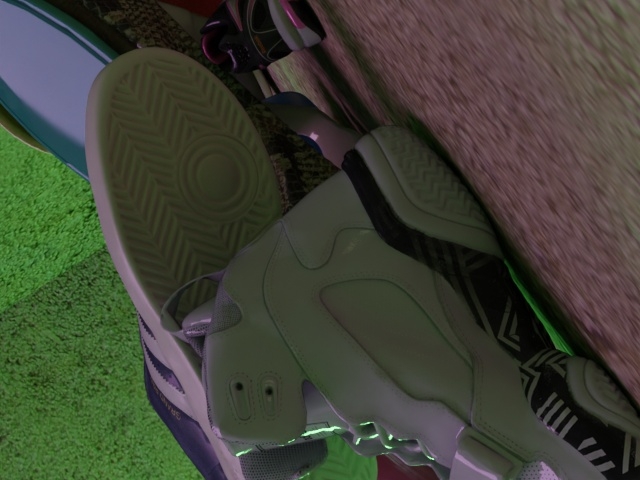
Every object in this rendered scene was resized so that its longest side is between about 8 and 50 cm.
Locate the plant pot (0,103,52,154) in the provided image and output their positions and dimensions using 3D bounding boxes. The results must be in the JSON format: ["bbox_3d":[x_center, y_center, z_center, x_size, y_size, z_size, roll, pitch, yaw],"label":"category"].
[{"bbox_3d":[-0.250,-0.231,2.205,0.276,0.276,0.254,57,-173,3],"label":"plant pot"}]

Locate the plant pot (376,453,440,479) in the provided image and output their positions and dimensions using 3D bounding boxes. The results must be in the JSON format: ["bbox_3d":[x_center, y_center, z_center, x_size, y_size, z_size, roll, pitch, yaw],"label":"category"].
[{"bbox_3d":[0.109,0.216,1.705,0.180,0.201,0.201,35,165,34],"label":"plant pot"}]

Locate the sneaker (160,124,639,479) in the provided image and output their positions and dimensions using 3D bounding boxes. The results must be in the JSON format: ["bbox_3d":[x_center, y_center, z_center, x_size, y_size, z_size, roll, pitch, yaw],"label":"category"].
[{"bbox_3d":[0.061,0.117,1.118,0.366,0.210,0.137,56,174,23],"label":"sneaker"}]

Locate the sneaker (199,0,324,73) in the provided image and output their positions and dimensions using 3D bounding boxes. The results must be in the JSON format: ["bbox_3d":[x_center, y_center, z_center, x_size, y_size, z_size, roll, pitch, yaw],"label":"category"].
[{"bbox_3d":[-0.058,-0.164,1.377,0.072,0.077,0.178,59,177,-13],"label":"sneaker"}]

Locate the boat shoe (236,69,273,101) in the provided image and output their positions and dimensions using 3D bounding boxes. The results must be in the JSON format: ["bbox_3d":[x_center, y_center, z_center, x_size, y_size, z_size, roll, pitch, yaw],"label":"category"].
[{"bbox_3d":[-0.166,-0.249,1.941,0.335,0.095,0.112,56,176,12],"label":"boat shoe"}]

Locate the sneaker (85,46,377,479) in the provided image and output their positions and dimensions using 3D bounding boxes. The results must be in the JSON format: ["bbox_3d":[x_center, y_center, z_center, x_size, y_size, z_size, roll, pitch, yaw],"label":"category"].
[{"bbox_3d":[-0.086,0.043,1.269,0.148,0.131,0.350,-12,98,64],"label":"sneaker"}]

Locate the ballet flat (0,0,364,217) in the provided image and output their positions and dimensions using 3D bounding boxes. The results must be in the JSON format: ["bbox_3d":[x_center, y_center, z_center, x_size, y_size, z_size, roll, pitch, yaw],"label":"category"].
[{"bbox_3d":[-0.075,-0.071,1.422,0.483,0.182,0.164,41,140,20],"label":"ballet flat"}]

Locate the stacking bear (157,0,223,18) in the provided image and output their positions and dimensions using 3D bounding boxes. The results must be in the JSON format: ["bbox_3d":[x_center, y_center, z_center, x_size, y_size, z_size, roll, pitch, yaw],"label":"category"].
[{"bbox_3d":[-0.183,-0.269,1.617,0.164,0.175,0.289,57,-175,-42],"label":"stacking bear"}]

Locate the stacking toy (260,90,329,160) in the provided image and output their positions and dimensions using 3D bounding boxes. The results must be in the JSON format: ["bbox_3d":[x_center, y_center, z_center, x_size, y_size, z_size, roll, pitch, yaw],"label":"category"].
[{"bbox_3d":[0.000,0.000,1.625,0.175,0.166,0.302,67,-165,19],"label":"stacking toy"}]
